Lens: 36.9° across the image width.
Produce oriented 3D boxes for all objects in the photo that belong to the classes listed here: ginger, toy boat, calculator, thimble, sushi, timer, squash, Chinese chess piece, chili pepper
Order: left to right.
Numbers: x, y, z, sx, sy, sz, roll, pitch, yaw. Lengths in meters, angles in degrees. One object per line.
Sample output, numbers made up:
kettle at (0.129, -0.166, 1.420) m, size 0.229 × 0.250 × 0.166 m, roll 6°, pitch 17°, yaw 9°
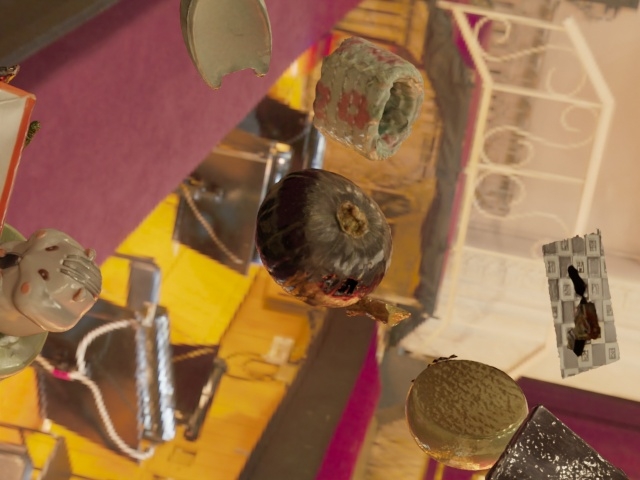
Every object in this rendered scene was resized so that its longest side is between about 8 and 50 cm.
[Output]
timer at (-0.475, 0.078, 1.467) m, size 0.291 × 0.315 × 0.291 m, roll 38°, pitch 46°, yaw -53°
chili pepper at (-0.454, -0.158, 1.483) m, size 0.083 × 0.022 × 0.027 m, roll -44°, pitch 154°, yaw 23°
toy boat at (-0.146, -0.331, 1.461) m, size 0.079 × 0.134 × 0.208 m, roll -108°, pitch -177°, yaw -48°
squash at (0.004, -0.003, 1.272) m, size 0.156 × 0.193 × 0.193 m, roll 132°, pitch -23°, yaw -61°
thimble at (0.085, -0.256, 1.716) m, size 0.185 × 0.149 × 0.211 m, roll -53°, pitch 155°, yaw -14°
ginger at (0.111, 0.141, 1.910) m, size 0.044 × 0.137 × 0.057 m, roll -65°, pitch 152°, yaw -17°
Chinese chess piece at (0.272, 0.320, 1.791) m, size 0.238 × 0.237 × 0.092 m, roll -67°, pitch 163°, yaw -54°
sushi at (0.368, 0.089, 1.394) m, size 0.139 × 0.031 × 0.201 m, roll -9°, pitch 91°, yaw -36°
calculator at (0.362, 0.361, 1.320) m, size 0.161 × 0.261 × 0.021 m, roll -45°, pitch 174°, yaw -35°

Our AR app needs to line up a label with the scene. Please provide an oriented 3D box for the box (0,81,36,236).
box at (-0.469, 0.002, 0.818) m, size 0.256 × 0.318 × 0.349 m, roll -9°, pitch -112°, yaw 54°

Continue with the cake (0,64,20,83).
cake at (-0.660, -0.299, 1.612) m, size 0.321 × 0.332 × 0.332 m, roll 37°, pitch 60°, yaw -47°
